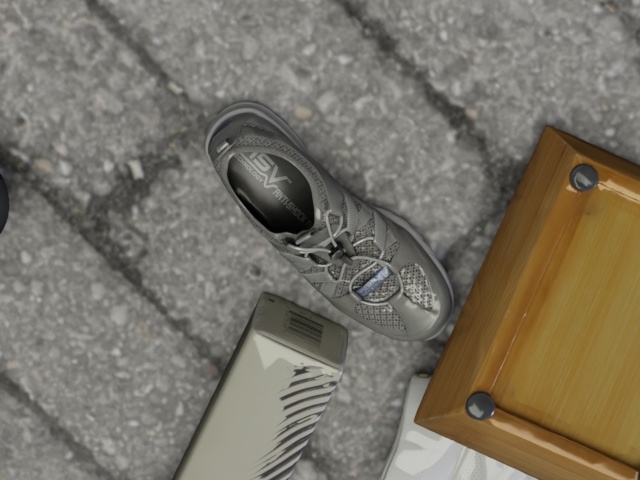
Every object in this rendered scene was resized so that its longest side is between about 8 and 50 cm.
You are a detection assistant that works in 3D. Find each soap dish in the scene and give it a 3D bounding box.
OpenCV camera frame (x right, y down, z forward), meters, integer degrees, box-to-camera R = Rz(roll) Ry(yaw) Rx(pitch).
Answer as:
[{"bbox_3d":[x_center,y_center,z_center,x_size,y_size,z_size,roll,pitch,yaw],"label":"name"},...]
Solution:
[{"bbox_3d":[0.244,0.074,1.378,0.229,0.118,0.290,25,87,-3],"label":"soap dish"}]

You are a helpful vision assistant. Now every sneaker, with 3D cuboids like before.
[{"bbox_3d":[0.000,0.000,1.419,0.281,0.115,0.105,40,106,-7],"label":"sneaker"},{"bbox_3d":[0.132,0.262,1.500,0.169,0.108,0.292,2,97,6],"label":"sneaker"}]

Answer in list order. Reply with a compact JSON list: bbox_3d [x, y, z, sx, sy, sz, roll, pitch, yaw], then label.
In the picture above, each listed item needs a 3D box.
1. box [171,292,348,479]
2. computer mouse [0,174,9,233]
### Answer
[{"bbox_3d":[-0.073,0.196,1.489,0.094,0.113,0.275,24,109,-4],"label":"box"},{"bbox_3d":[-0.393,-0.103,1.455,0.262,0.060,0.184,11,112,14],"label":"computer mouse"}]
